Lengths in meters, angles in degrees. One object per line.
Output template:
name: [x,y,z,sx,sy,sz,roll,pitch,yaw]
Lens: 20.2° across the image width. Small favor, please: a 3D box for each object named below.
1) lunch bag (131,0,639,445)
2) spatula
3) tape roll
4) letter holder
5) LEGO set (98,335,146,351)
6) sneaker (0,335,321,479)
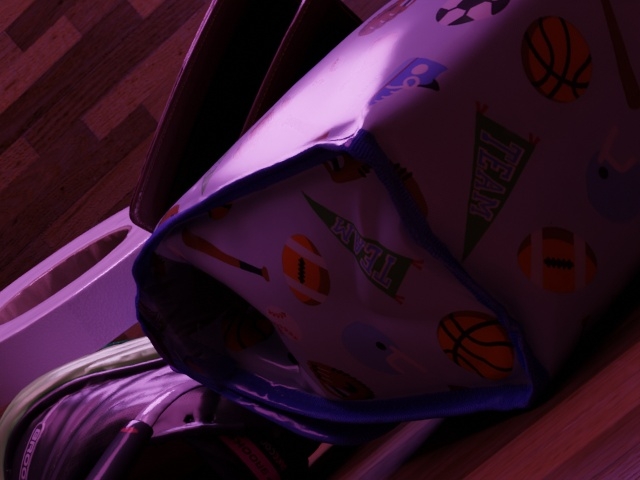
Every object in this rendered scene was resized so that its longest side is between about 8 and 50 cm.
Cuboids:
lunch bag: [0.077,-0.040,1.199,0.328,0.239,0.385,-43,14,-30]
spatula: [-0.117,0.126,1.313,0.084,0.030,0.296,2,37,33]
tape roll: [-0.289,0.066,2.121,0.392,0.072,0.392,-32,11,7]
letter holder: [-0.041,-0.114,1.833,0.214,0.152,0.301,34,-103,-59]
LEGO set: [-0.200,0.223,2.137,0.331,0.192,0.255,-11,9,-25]
sneaker: [-0.034,0.128,1.438,0.483,0.185,0.202,-33,40,8]
